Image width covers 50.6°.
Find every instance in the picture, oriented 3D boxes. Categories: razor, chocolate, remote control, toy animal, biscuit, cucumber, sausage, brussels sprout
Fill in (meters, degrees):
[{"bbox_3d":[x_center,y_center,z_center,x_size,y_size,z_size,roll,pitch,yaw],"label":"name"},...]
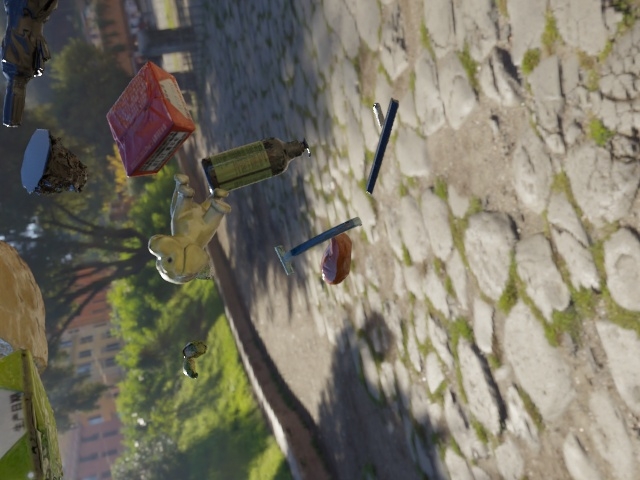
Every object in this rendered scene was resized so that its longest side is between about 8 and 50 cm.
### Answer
[{"bbox_3d":[-0.001,0.000,1.421,0.068,0.191,0.037,64,-172,13],"label":"razor"},{"bbox_3d":[-0.602,-0.168,1.567,0.156,0.133,0.156,-12,72,41],"label":"chocolate"},{"bbox_3d":[-0.472,-0.328,1.882,0.237,0.108,0.235,-41,61,28],"label":"chocolate"},{"bbox_3d":[-0.550,0.404,1.224,0.289,0.136,0.301,-120,26,-43],"label":"chocolate"},{"bbox_3d":[0.157,-0.236,1.707,0.063,0.025,0.245,-84,9,-71],"label":"remote control"},{"bbox_3d":[-0.255,-0.030,1.303,0.233,0.121,0.169,-100,33,-61],"label":"toy animal"},{"bbox_3d":[-0.987,0.204,2.161,0.429,0.103,0.446,71,-179,-52],"label":"biscuit"},{"bbox_3d":[-0.342,0.091,2.004,0.215,0.052,0.058,126,128,-84],"label":"cucumber"},{"bbox_3d":[0.048,0.046,1.890,0.089,0.089,0.179,-114,26,-45],"label":"sausage"},{"bbox_3d":[-0.279,0.257,1.476,0.046,0.050,0.084,45,-118,-69],"label":"brussels sprout"}]

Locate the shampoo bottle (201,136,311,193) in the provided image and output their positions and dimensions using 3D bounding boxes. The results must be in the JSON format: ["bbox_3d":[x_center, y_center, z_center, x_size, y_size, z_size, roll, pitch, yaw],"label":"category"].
[{"bbox_3d":[-0.162,-0.205,1.752,0.101,0.283,0.101,161,90,-83],"label":"shampoo bottle"}]

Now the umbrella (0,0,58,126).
[{"bbox_3d":[-0.585,-0.394,1.329,0.118,0.118,0.340,-150,71,-74],"label":"umbrella"}]

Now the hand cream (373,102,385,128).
[{"bbox_3d":[0.162,-0.344,1.854,0.030,0.019,0.093,-63,-30,-20],"label":"hand cream"}]
